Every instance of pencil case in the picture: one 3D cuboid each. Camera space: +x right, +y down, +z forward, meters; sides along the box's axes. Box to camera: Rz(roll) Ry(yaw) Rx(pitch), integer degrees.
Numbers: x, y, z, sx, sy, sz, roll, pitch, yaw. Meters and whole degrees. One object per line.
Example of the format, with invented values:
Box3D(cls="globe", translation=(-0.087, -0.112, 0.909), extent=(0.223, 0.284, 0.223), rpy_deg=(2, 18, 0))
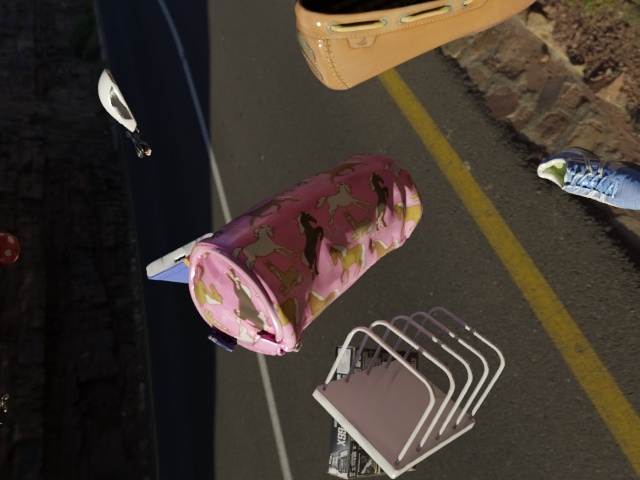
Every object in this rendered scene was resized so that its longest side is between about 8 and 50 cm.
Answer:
Box3D(cls="pencil case", translation=(0.000, 0.000, 0.719), extent=(0.160, 0.386, 0.167), rpy_deg=(15, 125, 32))

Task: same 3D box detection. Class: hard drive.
Box3D(cls="hard drive", translation=(-0.240, 0.060, 1.284), extent=(0.210, 0.319, 0.040), rpy_deg=(-25, 70, 24))

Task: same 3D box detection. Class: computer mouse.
Box3D(cls="computer mouse", translation=(-0.406, -0.258, 1.034), extent=(0.106, 0.042, 0.193), rpy_deg=(55, 166, 37))

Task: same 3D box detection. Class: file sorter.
Box3D(cls="file sorter", translation=(0.169, 0.243, 0.906), extent=(0.193, 0.278, 0.173), rpy_deg=(37, 115, 35))

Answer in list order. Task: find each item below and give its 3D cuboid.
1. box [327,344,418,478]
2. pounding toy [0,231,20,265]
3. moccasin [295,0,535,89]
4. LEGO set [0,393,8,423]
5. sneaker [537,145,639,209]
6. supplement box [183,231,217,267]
Box3D(cls="box", translation=(0.142, 0.429, 1.303), extent=(0.077, 0.243, 0.307), rpy_deg=(-11, 71, 50))
Box3D(cls="pounding toy", translation=(-0.501, 0.047, 0.705), extent=(0.237, 0.110, 0.182), rpy_deg=(-144, 56, -82))
Box3D(cls="moccasin", translation=(0.143, -0.316, 0.573), extent=(0.147, 0.380, 0.139), rpy_deg=(69, 178, -69))
Box3D(cls="LEGO set", translation=(-0.476, 0.248, 0.713), extent=(0.023, 0.054, 0.083), rpy_deg=(98, -172, -52))
Box3D(cls="sneaker", translation=(0.457, -0.097, 0.853), extent=(0.211, 0.081, 0.080), rpy_deg=(-134, 33, -60))
Box3D(cls="supplement box", translation=(-0.202, 0.023, 0.931), extent=(0.083, 0.043, 0.055), rpy_deg=(-39, 6, 1))
